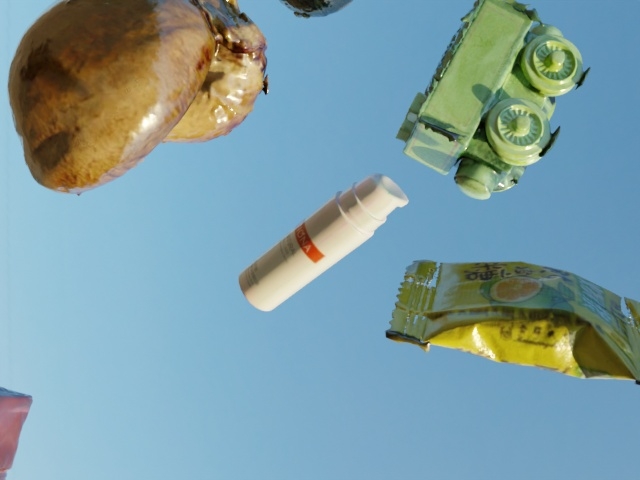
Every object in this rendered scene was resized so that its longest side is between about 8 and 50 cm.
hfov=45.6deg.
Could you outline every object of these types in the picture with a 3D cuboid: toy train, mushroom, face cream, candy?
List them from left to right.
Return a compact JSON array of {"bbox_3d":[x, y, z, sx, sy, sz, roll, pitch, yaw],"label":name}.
[{"bbox_3d":[-0.196,-0.180,0.809,0.263,0.283,0.195,-138,-152,-66],"label":"mushroom"},{"bbox_3d":[0.000,0.000,1.366,0.345,0.102,0.102,-39,-109,26],"label":"face cream"},{"bbox_3d":[0.237,-0.195,1.053,0.188,0.271,0.159,28,-15,3],"label":"toy train"},{"bbox_3d":[0.232,0.085,0.848,0.297,0.187,0.081,12,-62,10],"label":"candy"}]

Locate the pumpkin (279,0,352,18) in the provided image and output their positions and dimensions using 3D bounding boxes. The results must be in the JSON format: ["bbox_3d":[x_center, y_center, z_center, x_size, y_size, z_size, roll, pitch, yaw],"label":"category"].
[{"bbox_3d":[-0.003,-0.454,1.222,0.190,0.190,0.146,54,-1,23],"label":"pumpkin"}]

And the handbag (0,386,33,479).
[{"bbox_3d":[-0.419,0.213,0.822,0.225,0.146,0.135,82,19,-73],"label":"handbag"}]
